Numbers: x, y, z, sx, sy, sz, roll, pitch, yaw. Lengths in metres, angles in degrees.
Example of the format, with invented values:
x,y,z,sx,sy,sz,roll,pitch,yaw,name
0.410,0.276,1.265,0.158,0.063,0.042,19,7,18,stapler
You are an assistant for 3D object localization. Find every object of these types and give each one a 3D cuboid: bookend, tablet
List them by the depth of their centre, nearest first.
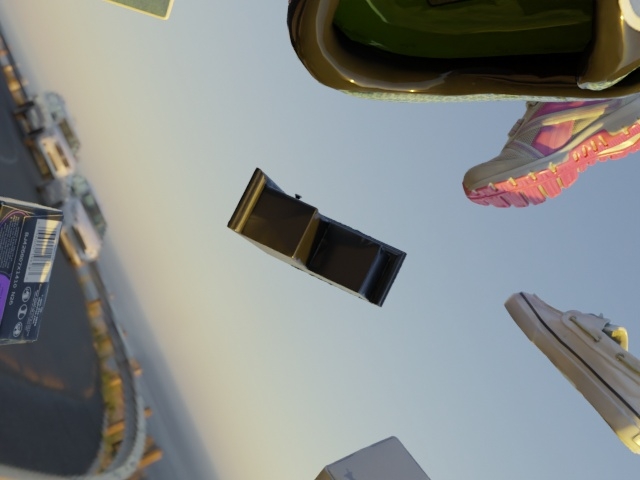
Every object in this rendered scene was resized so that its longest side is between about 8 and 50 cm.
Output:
x,y,z,sx,sy,sz,roll,pitch,yaw,name
-0.169,-0.240,0.890,0.006,0.083,0.054,-12,121,-72,tablet
0.000,0.000,1.067,0.156,0.072,0.157,25,-5,18,bookend

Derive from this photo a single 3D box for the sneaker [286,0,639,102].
x,y,z,sx,sy,sz,roll,pitch,yaw,name
0.138,-0.105,0.334,0.147,0.329,0.130,-63,136,-56,sneaker

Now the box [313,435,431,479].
x,y,z,sx,sy,sz,roll,pitch,yaw,name
0.031,0.376,1.200,0.127,0.148,0.232,49,-57,23,box

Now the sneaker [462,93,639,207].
x,y,z,sx,sy,sz,roll,pitch,yaw,name
0.276,-0.126,1.141,0.111,0.252,0.103,65,5,22,sneaker

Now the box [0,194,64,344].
x,y,z,sx,sy,sz,roll,pitch,yaw,name
-0.455,0.010,1.092,0.143,0.270,0.165,14,90,-77,box

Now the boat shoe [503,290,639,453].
x,y,z,sx,sy,sz,roll,pitch,yaw,name
0.268,0.111,0.945,0.083,0.076,0.226,43,7,-42,boat shoe
